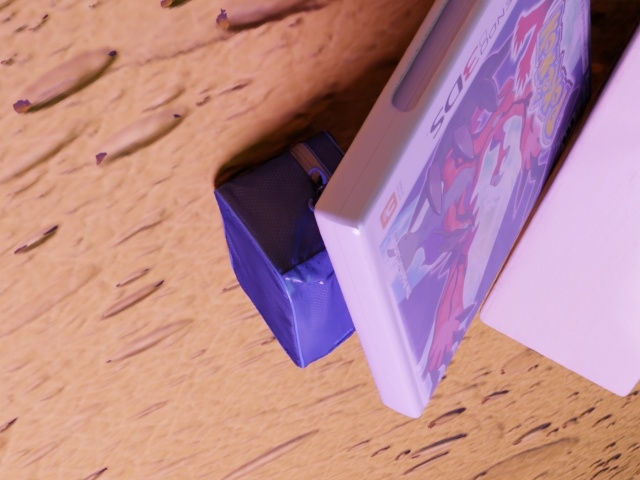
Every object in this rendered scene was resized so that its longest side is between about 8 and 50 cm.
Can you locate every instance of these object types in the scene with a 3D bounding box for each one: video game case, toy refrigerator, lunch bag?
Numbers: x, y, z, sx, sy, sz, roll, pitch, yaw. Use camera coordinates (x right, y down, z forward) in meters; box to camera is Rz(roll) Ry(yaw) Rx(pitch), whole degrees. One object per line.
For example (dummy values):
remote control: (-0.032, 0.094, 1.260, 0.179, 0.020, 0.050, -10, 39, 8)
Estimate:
video game case: (0.064, -0.040, 0.684, 0.183, 0.023, 0.201, -60, 161, -17)
toy refrigerator: (0.172, -0.053, 0.764, 0.102, 0.094, 0.269, -57, 173, -43)
lunch bag: (0.000, 0.000, 0.720, 0.065, 0.067, 0.098, -30, 153, -13)
